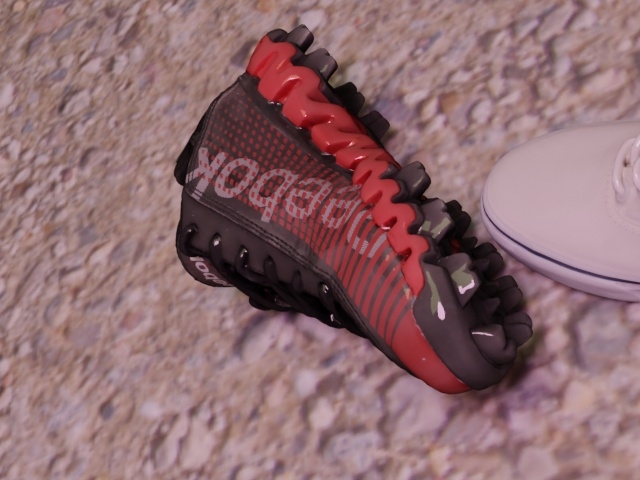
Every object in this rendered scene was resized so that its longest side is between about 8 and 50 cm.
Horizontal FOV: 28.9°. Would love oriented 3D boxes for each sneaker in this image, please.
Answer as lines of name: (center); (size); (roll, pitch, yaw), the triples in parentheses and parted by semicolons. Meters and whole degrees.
sneaker: (0.000, 0.000, 0.635); (0.135, 0.097, 0.276); (-41, 42, 5)
sneaker: (0.176, -0.027, 0.529); (0.258, 0.091, 0.094); (4, 62, 38)
